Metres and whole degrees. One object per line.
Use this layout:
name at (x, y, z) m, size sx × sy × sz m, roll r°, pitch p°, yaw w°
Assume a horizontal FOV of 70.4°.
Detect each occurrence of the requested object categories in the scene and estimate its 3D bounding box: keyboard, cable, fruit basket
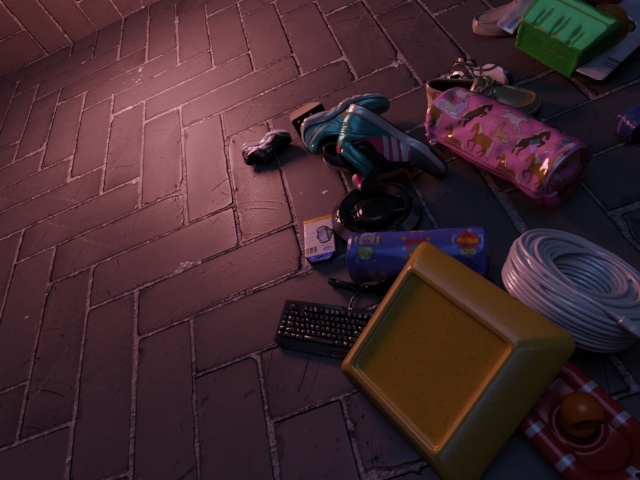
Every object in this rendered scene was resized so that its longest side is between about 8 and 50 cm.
keyboard at (0.059, 0.166, 1.025) m, size 0.317 × 0.033 × 0.201 m, roll 4°, pitch 57°, yaw 24°
cable at (0.462, 0.080, 0.817) m, size 0.257 × 0.089 × 0.257 m, roll 29°, pitch 37°, yaw 21°
fruit basket at (0.715, -0.608, 1.209) m, size 0.353 × 0.165 × 0.327 m, roll -42°, pitch 67°, yaw -10°

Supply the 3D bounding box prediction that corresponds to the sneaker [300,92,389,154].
sneaker at (0.079, -0.335, 1.321) m, size 0.275 × 0.107 × 0.109 m, roll -24°, pitch 69°, yaw 11°

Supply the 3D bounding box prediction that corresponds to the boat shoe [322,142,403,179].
boat shoe at (0.112, -0.226, 1.238) m, size 0.229 × 0.076 × 0.080 m, roll 16°, pitch 73°, yaw 19°

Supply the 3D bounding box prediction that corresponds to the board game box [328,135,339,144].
board game box at (0.081, -0.289, 1.349) m, size 0.104 × 0.026 × 0.154 m, roll -29°, pitch 50°, yaw 1°

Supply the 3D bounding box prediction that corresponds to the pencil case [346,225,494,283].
pencil case at (0.212, 0.036, 0.985) m, size 0.306 × 0.133 × 0.119 m, roll -2°, pitch 73°, yaw 18°

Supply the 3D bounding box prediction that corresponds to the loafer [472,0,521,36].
loafer at (0.624, -0.702, 1.366) m, size 0.320 × 0.111 × 0.112 m, roll -6°, pitch 54°, yaw 19°

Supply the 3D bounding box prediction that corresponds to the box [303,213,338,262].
box at (0.000, 0.000, 1.173) m, size 0.081 × 0.028 × 0.136 m, roll -13°, pitch 54°, yaw 13°

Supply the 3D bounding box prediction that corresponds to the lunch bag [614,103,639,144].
lunch bag at (0.733, -0.274, 1.037) m, size 0.099 × 0.067 × 0.065 m, roll -23°, pitch 51°, yaw 4°

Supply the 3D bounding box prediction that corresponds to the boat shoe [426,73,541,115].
boat shoe at (0.432, -0.390, 1.228) m, size 0.302 × 0.098 × 0.109 m, roll 15°, pitch 63°, yaw 31°

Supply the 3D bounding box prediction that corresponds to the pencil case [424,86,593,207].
pencil case at (0.430, -0.230, 1.077) m, size 0.160 × 0.167 × 0.386 m, roll -6°, pitch 36°, yaw -40°

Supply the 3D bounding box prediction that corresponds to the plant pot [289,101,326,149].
plant pot at (-0.035, -0.368, 1.412) m, size 0.109 × 0.109 × 0.096 m, roll -31°, pitch 37°, yaw -1°

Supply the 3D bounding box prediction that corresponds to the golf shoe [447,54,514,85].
golf shoe at (0.452, -0.460, 1.297) m, size 0.094 × 0.077 × 0.198 m, roll -51°, pitch 45°, yaw -3°

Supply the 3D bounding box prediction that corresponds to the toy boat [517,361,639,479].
toy boat at (0.407, 0.284, 0.712) m, size 0.151 × 0.151 × 0.231 m, roll -36°, pitch 50°, yaw -5°

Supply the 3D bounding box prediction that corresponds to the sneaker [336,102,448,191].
sneaker at (0.162, -0.193, 1.143) m, size 0.178 × 0.296 × 0.124 m, roll -61°, pitch 10°, yaw 4°

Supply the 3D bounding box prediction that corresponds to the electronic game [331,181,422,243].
electronic game at (0.140, -0.069, 1.148) m, size 0.229 × 0.048 × 0.229 m, roll -10°, pitch 45°, yaw 10°

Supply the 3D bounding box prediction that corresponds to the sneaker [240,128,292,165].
sneaker at (-0.166, -0.283, 1.434) m, size 0.178 × 0.072 × 0.077 m, roll -21°, pitch 62°, yaw 18°

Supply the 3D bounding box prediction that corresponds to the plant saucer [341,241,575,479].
plant saucer at (0.199, 0.208, 0.808) m, size 0.333 × 0.081 × 0.332 m, roll 39°, pitch 104°, yaw 40°
